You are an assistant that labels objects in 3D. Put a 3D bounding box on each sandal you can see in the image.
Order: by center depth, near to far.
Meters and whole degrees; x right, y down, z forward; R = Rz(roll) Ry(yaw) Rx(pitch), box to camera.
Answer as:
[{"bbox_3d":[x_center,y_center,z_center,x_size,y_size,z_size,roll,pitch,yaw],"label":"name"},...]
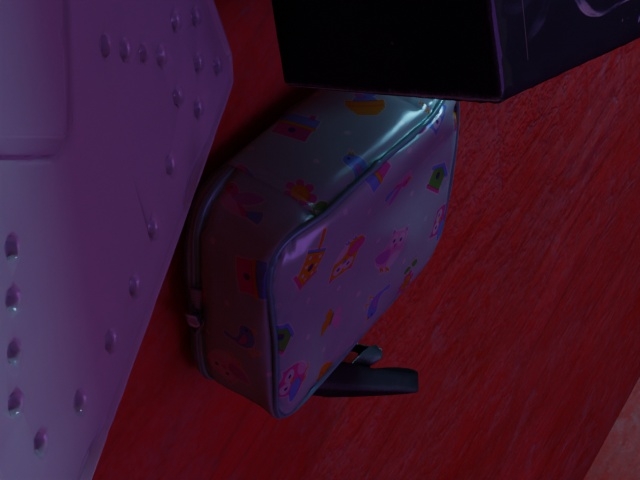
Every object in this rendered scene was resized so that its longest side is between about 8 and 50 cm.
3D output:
[{"bbox_3d":[0.023,0.117,1.278,0.254,0.097,0.054,19,68,-65],"label":"sandal"}]

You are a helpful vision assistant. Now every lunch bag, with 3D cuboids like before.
[{"bbox_3d":[0.000,0.000,1.107,0.279,0.108,0.224,-43,151,-36],"label":"lunch bag"}]

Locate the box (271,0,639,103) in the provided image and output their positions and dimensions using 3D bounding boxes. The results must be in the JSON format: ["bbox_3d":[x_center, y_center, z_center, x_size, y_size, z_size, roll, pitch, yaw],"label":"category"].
[{"bbox_3d":[0.118,-0.294,0.844,0.312,0.179,0.343,-27,116,-40],"label":"box"}]

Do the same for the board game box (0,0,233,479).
[{"bbox_3d":[-0.157,-0.091,0.594,0.390,0.050,0.390,71,25,-45],"label":"board game box"}]
